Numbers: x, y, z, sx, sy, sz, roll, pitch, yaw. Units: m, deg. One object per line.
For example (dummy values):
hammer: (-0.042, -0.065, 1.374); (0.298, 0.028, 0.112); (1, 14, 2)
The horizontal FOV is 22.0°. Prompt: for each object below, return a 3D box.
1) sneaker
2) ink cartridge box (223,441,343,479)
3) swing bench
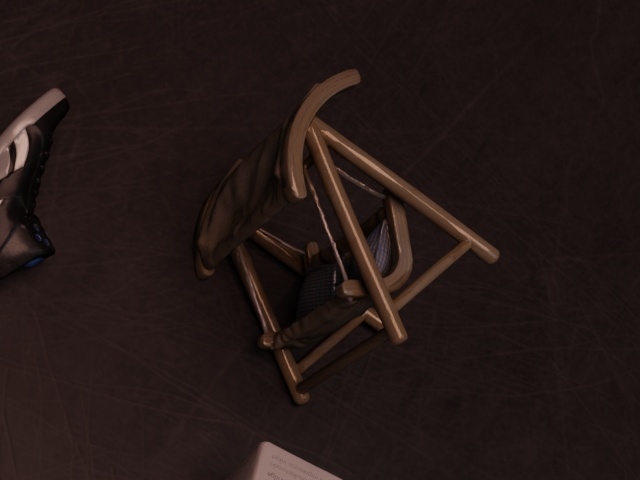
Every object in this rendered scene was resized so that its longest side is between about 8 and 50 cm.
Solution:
sneaker: (-0.302, -0.045, 1.687); (0.121, 0.079, 0.217); (42, 66, -9)
ink cartridge box: (-0.033, 0.396, 1.570); (0.207, 0.119, 0.353); (28, 47, -14)
swing bench: (0.000, 0.000, 1.708); (0.165, 0.253, 0.254); (-39, 90, -33)
